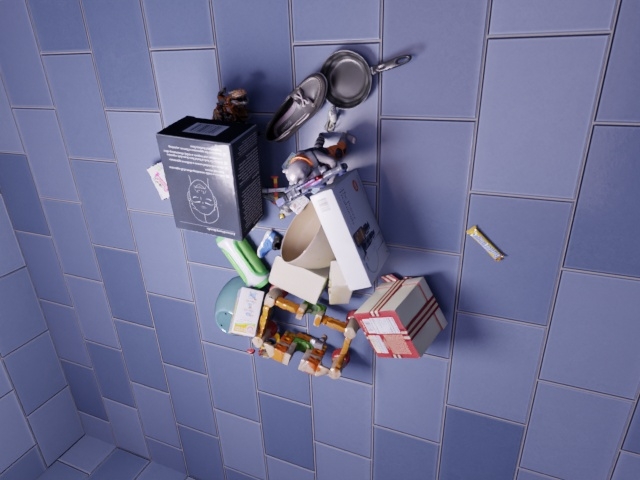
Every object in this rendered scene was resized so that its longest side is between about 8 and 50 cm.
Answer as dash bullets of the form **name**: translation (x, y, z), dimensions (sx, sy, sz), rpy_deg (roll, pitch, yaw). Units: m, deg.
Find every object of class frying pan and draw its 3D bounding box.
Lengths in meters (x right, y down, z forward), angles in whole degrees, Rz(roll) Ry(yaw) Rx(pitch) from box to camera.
- **frying pan**: translation (0.134, -0.596, 1.501), dimensions (0.326, 0.053, 0.197), rpy_deg (-34, 96, 33)

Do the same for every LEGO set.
- **LEGO set**: translation (-0.123, -0.207, 1.753), dimensions (0.182, 0.060, 0.244), rpy_deg (40, 101, 4)

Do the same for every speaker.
- **speaker**: translation (-0.351, 0.085, 1.998), dimensions (0.131, 0.131, 0.296), rpy_deg (-30, 98, 32)

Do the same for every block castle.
- **block castle**: translation (-0.054, 0.397, 1.965), dimensions (0.453, 0.213, 0.303), rpy_deg (20, 109, 8)

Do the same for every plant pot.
- **plant pot**: translation (-0.394, 0.344, 2.099), dimensions (0.290, 0.195, 0.290), rpy_deg (10, 116, 20)
- **plant pot**: translation (0.000, 0.000, 1.740), dimensions (0.191, 0.284, 0.284), rpy_deg (29, 127, -25)

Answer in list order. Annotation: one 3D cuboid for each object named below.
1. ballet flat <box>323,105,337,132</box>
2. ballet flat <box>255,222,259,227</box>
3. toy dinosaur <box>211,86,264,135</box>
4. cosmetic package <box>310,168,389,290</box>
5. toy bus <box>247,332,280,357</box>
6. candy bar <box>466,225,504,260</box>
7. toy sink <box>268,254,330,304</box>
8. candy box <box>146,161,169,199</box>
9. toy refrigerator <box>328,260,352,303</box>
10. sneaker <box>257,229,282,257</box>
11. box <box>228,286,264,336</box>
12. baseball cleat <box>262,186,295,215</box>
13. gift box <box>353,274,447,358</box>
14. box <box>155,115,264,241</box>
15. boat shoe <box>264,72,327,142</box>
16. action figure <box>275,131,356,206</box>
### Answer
- **ballet flat**: translation (0.043, -0.442, 1.606), dimensions (0.041, 0.041, 0.114), rpy_deg (34, 146, 7)
- **ballet flat**: translation (-0.364, -0.233, 1.839), dimensions (0.147, 0.147, 0.408), rpy_deg (-7, 119, 27)
- **toy dinosaur**: translation (-0.350, -0.481, 1.732), dimensions (0.218, 0.164, 0.322), rpy_deg (59, 165, -9)
- **cosmetic package**: translation (0.123, -0.047, 1.625), dimensions (0.097, 0.284, 0.377), rpy_deg (-16, 106, 27)
- **toy bus**: translation (-0.254, 0.513, 2.165), dimensions (0.202, 0.191, 0.104), rpy_deg (-17, 62, 29)
- **candy bar**: translation (0.603, 0.012, 1.590), dimensions (0.161, 0.018, 0.040), rpy_deg (46, 123, 0)
- **toy sink**: translation (-0.083, 0.144, 1.901), dimensions (0.234, 0.131, 0.152), rpy_deg (24, 121, 7)
- **candy box**: translation (-0.679, -0.293, 2.007), dimensions (0.196, 0.070, 0.164), rpy_deg (-16, 106, 29)
- **toy refrigerator**: translation (0.076, 0.174, 1.760), dimensions (0.094, 0.102, 0.269), rpy_deg (-2, 157, -2)
- **sneaker**: translation (-0.224, 0.033, 1.956), dimensions (0.085, 0.058, 0.152), rpy_deg (36, 117, 16)
- **box**: translation (-0.331, 0.323, 1.941), dimensions (0.103, 0.203, 0.114), rpy_deg (16, 161, -16)
- **baseball cleat**: translation (-0.185, -0.162, 1.840), dimensions (0.206, 0.072, 0.109), rpy_deg (14, 118, 19)
- **gift box**: translation (0.306, 0.289, 1.723), dimensions (0.276, 0.258, 0.255), rpy_deg (-9, 112, 49)
- **box**: translation (-0.396, -0.232, 1.632), dimensions (0.294, 0.212, 0.395), rpy_deg (11, 125, 15)
- **boat shoe**: translation (-0.096, -0.476, 1.613), dimensions (0.112, 0.095, 0.335), rpy_deg (49, 131, -1)
- **action figure**: translation (-0.046, -0.266, 1.573), dimensions (0.341, 0.330, 0.178), rpy_deg (-25, 100, 32)
